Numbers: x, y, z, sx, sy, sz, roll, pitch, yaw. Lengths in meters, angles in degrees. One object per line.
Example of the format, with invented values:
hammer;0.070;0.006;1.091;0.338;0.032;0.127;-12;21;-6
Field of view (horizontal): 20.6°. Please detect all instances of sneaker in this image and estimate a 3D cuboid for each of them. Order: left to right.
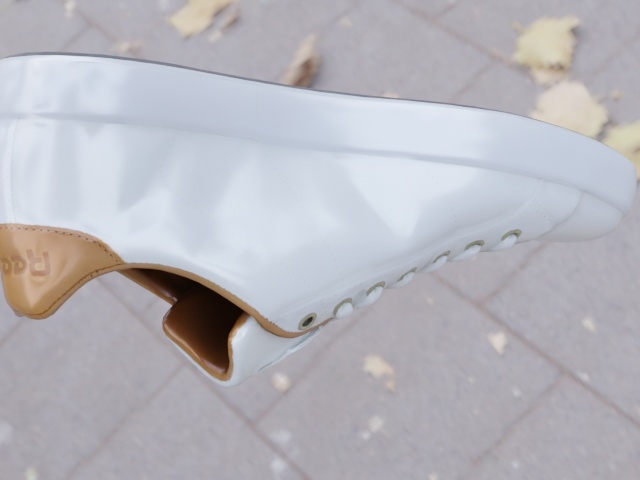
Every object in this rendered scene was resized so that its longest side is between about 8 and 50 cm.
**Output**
sneaker;0.000;0.000;0.727;0.106;0.290;0.123;-3;83;64
